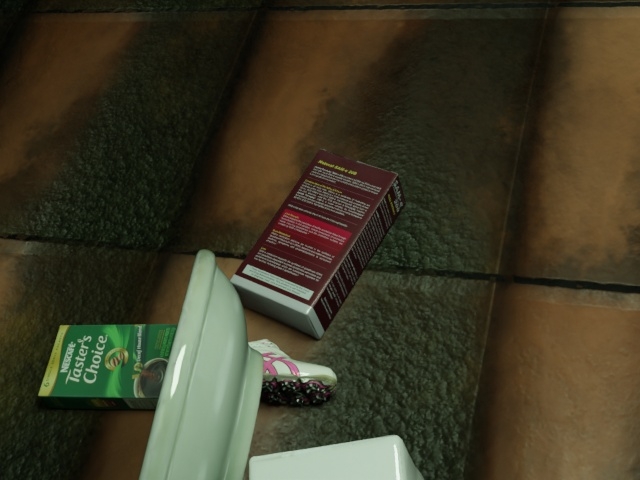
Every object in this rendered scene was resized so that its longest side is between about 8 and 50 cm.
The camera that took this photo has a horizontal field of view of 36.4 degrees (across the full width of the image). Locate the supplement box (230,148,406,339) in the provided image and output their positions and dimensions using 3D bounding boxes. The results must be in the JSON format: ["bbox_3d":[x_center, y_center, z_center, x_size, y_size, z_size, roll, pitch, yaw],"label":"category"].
[{"bbox_3d":[0.000,0.000,1.311,0.130,0.073,0.239,21,65,28],"label":"supplement box"}]

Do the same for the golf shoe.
[{"bbox_3d":[-0.066,0.158,1.223,0.186,0.067,0.086,2,55,19],"label":"golf shoe"}]

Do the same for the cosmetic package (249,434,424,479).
[{"bbox_3d":[0.040,0.439,0.887,0.161,0.230,0.453,-11,53,11],"label":"cosmetic package"}]

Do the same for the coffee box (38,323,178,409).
[{"bbox_3d":[-0.276,0.168,1.299,0.184,0.040,0.113,-1,56,17],"label":"coffee box"}]

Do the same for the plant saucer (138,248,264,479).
[{"bbox_3d":[-0.133,0.213,1.040,0.100,0.400,0.401,14,57,-6],"label":"plant saucer"}]
